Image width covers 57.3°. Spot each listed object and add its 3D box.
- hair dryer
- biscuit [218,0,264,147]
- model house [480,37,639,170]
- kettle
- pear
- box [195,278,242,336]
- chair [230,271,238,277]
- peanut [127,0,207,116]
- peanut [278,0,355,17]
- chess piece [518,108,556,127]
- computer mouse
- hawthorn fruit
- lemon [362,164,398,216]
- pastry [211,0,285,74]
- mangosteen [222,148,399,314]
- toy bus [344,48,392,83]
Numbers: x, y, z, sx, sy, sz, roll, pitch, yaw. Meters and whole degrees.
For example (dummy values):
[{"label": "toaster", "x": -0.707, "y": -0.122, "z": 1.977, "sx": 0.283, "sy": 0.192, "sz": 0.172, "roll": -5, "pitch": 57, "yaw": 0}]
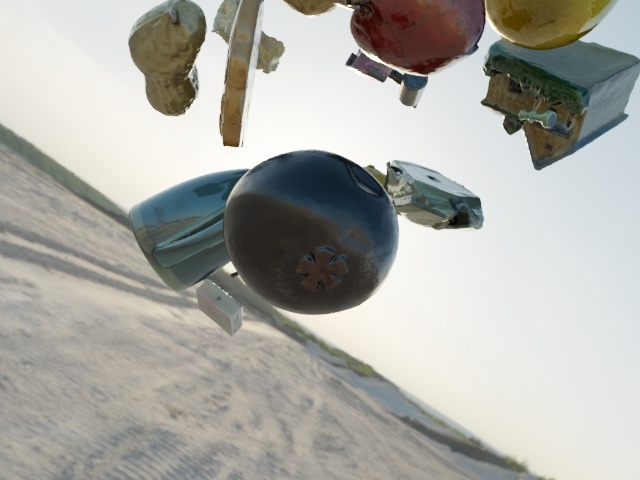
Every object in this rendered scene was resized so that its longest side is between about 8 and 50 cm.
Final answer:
[{"label": "hair dryer", "x": 0.218, "y": -0.524, "z": 1.854, "sx": 0.248, "sy": 0.078, "sz": 0.195, "roll": 38, "pitch": -6, "yaw": 5}, {"label": "biscuit", "x": -0.172, "y": -0.355, "z": 1.254, "sx": 0.057, "sy": 0.352, "sz": 0.312, "roll": 10, "pitch": 27, "yaw": -5}, {"label": "model house", "x": 0.691, "y": -0.419, "z": 1.797, "sx": 0.382, "sy": 0.334, "sz": 0.343, "roll": 40, "pitch": -33, "yaw": 34}, {"label": "kettle", "x": -0.257, "y": -0.045, "z": 1.429, "sx": 0.247, "sy": 0.342, "sz": 0.319, "roll": 62, "pitch": 1, "yaw": -20}, {"label": "pear", "x": 0.581, "y": -0.667, "z": 1.479, "sx": 0.362, "sy": 0.363, "sz": 0.418, "roll": 28, "pitch": 12, "yaw": 27}, {"label": "box", "x": -0.278, "y": 0.187, "z": 1.623, "sx": 0.129, "sy": 0.051, "sz": 0.130, "roll": 36, "pitch": -29, "yaw": 14}, {"label": "chair", "x": -0.131, "y": -0.009, "z": 1.775, "sx": 0.186, "sy": 0.319, "sz": 0.160, "roll": -18, "pitch": -87, "yaw": 51}, {"label": "peanut", "x": -0.332, "y": -0.395, "z": 1.268, "sx": 0.159, "sy": 0.143, "sz": 0.291, "roll": 19, "pitch": -33, "yaw": -6}, {"label": "peanut", "x": 0.011, "y": -0.708, "z": 1.595, "sx": 0.386, "sy": 0.192, "sz": 0.169, "roll": 14, "pitch": 19, "yaw": 20}, {"label": "chess piece", "x": 0.531, "y": -0.306, "z": 1.446, "sx": 0.093, "sy": 0.042, "sz": 0.042, "roll": 29, "pitch": -8, "yaw": 46}, {"label": "computer mouse", "x": 0.293, "y": -0.106, "z": 1.618, "sx": 0.228, "sy": 0.146, "sz": 0.429, "roll": 15, "pitch": 18, "yaw": -17}, {"label": "hawthorn fruit", "x": 0.187, "y": -0.487, "z": 1.243, "sx": 0.307, "sy": 0.265, "sz": 0.265, "roll": -5, "pitch": 7, "yaw": -22}, {"label": "lemon", "x": 0.145, "y": -0.103, "z": 1.906, "sx": 0.233, "sy": 0.288, "sz": 0.233, "roll": 12, "pitch": 0, "yaw": 0}, {"label": "pastry", "x": -0.203, "y": -0.578, "z": 1.665, "sx": 0.089, "sy": 0.122, "sz": 0.258, "roll": 32, "pitch": 3, "yaw": 33}, {"label": "mangosteen", "x": -0.016, "y": -0.027, "z": 0.930, "sx": 0.275, "sy": 0.275, "sz": 0.302, "roll": 36, "pitch": 21, "yaw": -23}, {"label": "toy bus", "x": 0.177, "y": -0.538, "z": 1.492, "sx": 0.112, "sy": 0.274, "sz": 0.090, "roll": 28, "pitch": 10, "yaw": -22}]
